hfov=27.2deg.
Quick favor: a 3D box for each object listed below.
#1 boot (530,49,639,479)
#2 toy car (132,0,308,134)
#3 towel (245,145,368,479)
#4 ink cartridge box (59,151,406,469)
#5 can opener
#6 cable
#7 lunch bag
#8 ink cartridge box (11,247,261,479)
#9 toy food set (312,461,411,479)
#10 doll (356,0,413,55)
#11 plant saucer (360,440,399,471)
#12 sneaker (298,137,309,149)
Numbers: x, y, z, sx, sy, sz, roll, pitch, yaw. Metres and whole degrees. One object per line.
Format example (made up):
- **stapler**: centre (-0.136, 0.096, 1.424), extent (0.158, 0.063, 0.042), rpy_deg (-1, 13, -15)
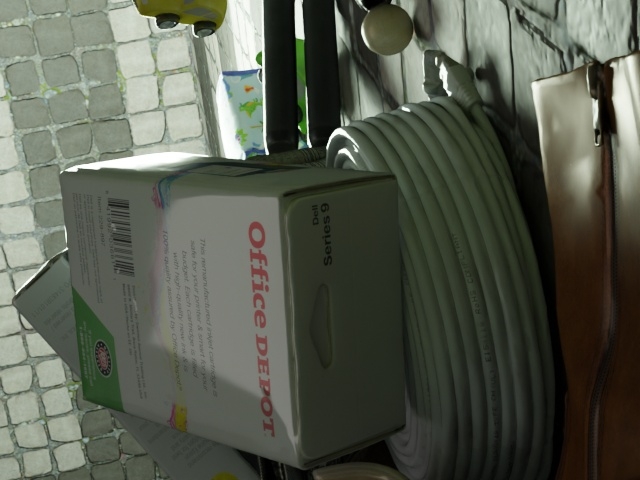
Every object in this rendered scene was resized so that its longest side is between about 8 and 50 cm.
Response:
- **boot**: centre (0.115, 0.065, 0.592), extent (0.264, 0.096, 0.280), rpy_deg (158, 102, -82)
- **toy car**: centre (-0.047, -0.209, 1.271), extent (0.053, 0.239, 0.225), rpy_deg (-25, 103, 45)
- **towel**: centre (0.021, 0.081, 1.002), extent (0.324, 0.056, 0.312), rpy_deg (-24, -73, -69)
- **ink cartridge box**: centre (-0.055, 0.033, 0.787), extent (0.212, 0.093, 0.154), rpy_deg (8, 106, 47)
- **can opener**: centre (-0.015, -0.090, 1.190), extent (0.095, 0.076, 0.283), rpy_deg (82, -175, -69)
- **cable**: centre (0.073, 0.039, 0.844), extent (0.257, 0.089, 0.257), rpy_deg (-109, 12, -44)
- **lunch bag**: centre (-0.078, -0.120, 1.628), extent (0.151, 0.096, 0.129), rpy_deg (111, 148, -57)
- **ink cartridge box**: centre (-0.067, 0.098, 1.050), extent (0.307, 0.072, 0.303), rpy_deg (47, -162, -4)
- **toy food set**: centre (0.089, 0.291, 0.751), extent (0.220, 0.092, 0.306), rpy_deg (46, -157, -52)
- **doll**: centre (0.029, -0.225, 0.952), extent (0.129, 0.046, 0.189), rpy_deg (136, 123, -81)
- **plant saucer**: centre (0.080, 0.230, 0.954), extent (0.198, 0.036, 0.199), rpy_deg (22, -116, -57)
- **sneaker**: centre (0.000, 0.000, 1.261), extent (0.085, 0.086, 0.237), rpy_deg (56, -167, -54)
